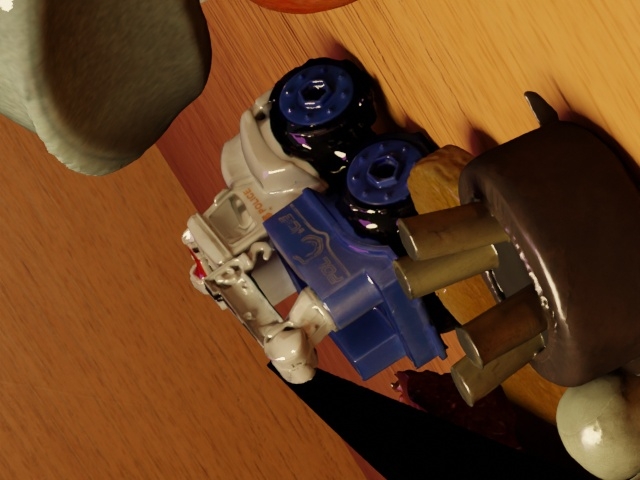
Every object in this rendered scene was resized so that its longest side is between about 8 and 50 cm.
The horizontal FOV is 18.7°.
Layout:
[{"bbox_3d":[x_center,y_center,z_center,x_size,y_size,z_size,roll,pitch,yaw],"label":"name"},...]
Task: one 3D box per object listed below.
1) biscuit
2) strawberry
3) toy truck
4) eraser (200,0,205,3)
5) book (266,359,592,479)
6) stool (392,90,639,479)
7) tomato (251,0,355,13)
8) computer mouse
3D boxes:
[{"bbox_3d":[0.140,0.063,1.194,0.197,0.049,0.301,28,153,56],"label":"biscuit"},{"bbox_3d":[0.141,0.173,1.482,0.192,0.085,0.140,42,159,28],"label":"strawberry"},{"bbox_3d":[0.000,0.000,1.335,0.213,0.177,0.161,50,171,40],"label":"toy truck"},{"bbox_3d":[-0.246,-0.263,1.308,0.331,0.331,0.150,55,172,10],"label":"eraser"},{"bbox_3d":[0.123,0.181,1.323,0.322,0.018,0.228,17,156,51],"label":"book"},{"bbox_3d":[0.121,0.038,0.960,0.217,0.121,0.125,64,170,-12],"label":"stool"},{"bbox_3d":[-0.051,-0.201,1.002,0.237,0.095,0.237,47,180,0],"label":"tomato"},{"bbox_3d":[-0.139,-0.138,0.805,0.203,0.114,0.374,54,174,15],"label":"computer mouse"}]
